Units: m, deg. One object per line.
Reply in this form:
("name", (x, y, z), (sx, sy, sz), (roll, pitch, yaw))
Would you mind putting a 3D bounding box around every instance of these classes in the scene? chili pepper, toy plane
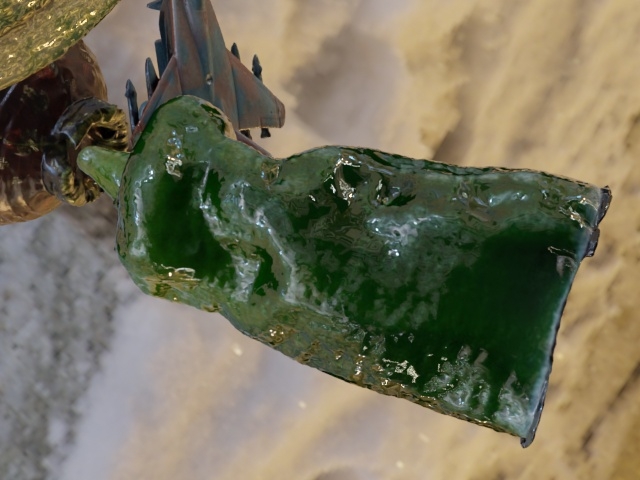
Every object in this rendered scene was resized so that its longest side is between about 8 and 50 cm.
("chili pepper", (0.000, 0.000, 0.822), (0.099, 0.270, 0.136), (-60, 167, -77))
("toy plane", (-0.137, -0.192, 1.678), (0.223, 0.104, 0.326), (-17, 92, -44))

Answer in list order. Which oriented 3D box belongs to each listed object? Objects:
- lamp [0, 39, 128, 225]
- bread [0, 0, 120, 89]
("lamp", (-0.327, -0.128, 1.742), (0.247, 0.247, 0.247), (-21, 127, -31))
("bread", (-0.261, -0.264, 1.206), (0.366, 0.129, 0.382), (-25, 155, -47))
